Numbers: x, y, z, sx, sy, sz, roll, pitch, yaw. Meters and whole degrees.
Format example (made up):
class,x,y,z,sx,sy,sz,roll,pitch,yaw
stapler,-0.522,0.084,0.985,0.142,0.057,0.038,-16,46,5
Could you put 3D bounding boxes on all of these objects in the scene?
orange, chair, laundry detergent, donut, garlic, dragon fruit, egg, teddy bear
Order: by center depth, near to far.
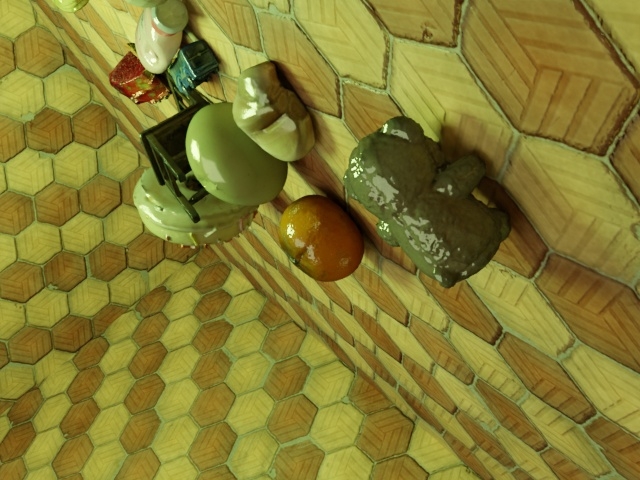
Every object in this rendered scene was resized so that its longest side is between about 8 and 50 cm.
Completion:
class,x,y,z,sx,sy,sz,roll,pitch,yaw
teddy bear,0.157,-0.057,1.083,0.267,0.151,0.236,52,137,8
garlic,-0.110,-0.258,1.502,0.217,0.110,0.228,49,166,-14
egg,-0.198,-0.202,1.677,0.269,0.219,0.219,54,166,-8
laundry detergent,-0.383,-0.499,1.694,0.335,0.087,0.159,-174,71,-69
orange,0.000,0.000,1.702,0.224,0.170,0.224,46,168,13
chair,-0.393,-0.279,1.994,0.416,0.240,0.203,40,157,32
donut,-0.364,-0.117,2.115,0.382,0.382,0.143,39,139,35
dragon fruit,-0.552,-0.472,2.191,0.161,0.126,0.274,44,179,-37

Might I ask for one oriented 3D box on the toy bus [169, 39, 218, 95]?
class,x,y,z,sx,sy,sz,roll,pitch,yaw
toy bus,-0.319,-0.425,1.751,0.094,0.079,0.236,54,165,-12

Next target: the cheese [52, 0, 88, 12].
class,x,y,z,sx,sy,sz,roll,pitch,yaw
cheese,-0.773,-0.799,2.096,0.226,0.117,0.214,53,160,4

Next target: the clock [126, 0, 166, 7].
class,x,y,z,sx,sy,sz,roll,pitch,yaw
clock,-0.428,-0.633,1.355,0.342,0.184,0.326,49,171,23

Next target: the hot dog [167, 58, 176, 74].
class,x,y,z,sx,sy,sz,roll,pitch,yaw
hot dog,-0.409,-0.478,1.961,0.056,0.041,0.133,54,165,-20

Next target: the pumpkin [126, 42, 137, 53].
class,x,y,z,sx,sy,sz,roll,pitch,yaw
pumpkin,-0.556,-0.581,2.170,0.083,0.028,0.050,49,173,-39
